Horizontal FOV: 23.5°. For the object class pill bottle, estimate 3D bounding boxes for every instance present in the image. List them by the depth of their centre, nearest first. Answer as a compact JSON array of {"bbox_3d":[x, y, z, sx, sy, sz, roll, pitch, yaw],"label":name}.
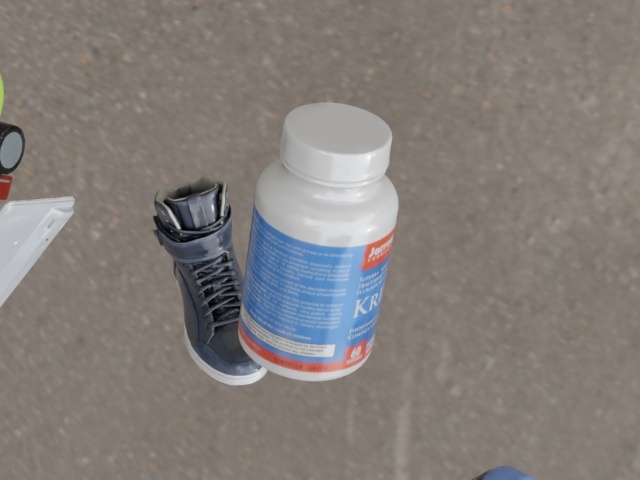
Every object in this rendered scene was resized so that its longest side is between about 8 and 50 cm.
[{"bbox_3d":[0.000,0.000,1.322,0.124,0.124,0.221,-9,127,-26],"label":"pill bottle"}]

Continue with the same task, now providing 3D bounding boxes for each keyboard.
[{"bbox_3d":[-0.285,0.053,1.224,0.072,0.014,0.256,0,139,-51],"label":"keyboard"}]

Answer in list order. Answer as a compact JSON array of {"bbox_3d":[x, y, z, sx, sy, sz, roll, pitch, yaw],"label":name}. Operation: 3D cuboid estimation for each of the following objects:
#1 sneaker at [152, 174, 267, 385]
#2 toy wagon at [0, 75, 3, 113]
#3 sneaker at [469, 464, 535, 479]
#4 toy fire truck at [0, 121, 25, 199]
[{"bbox_3d":[-0.119,0.034,1.656,0.086,0.226,0.163,-16,139,-13],"label":"sneaker"},{"bbox_3d":[-0.348,-0.137,1.071,0.068,0.267,0.344,34,68,-75],"label":"toy wagon"},{"bbox_3d":[0.058,0.233,1.147,0.232,0.090,0.081,-36,137,-25],"label":"sneaker"},{"bbox_3d":[-0.427,-0.021,1.672,0.217,0.159,0.246,6,99,-69],"label":"toy fire truck"}]
